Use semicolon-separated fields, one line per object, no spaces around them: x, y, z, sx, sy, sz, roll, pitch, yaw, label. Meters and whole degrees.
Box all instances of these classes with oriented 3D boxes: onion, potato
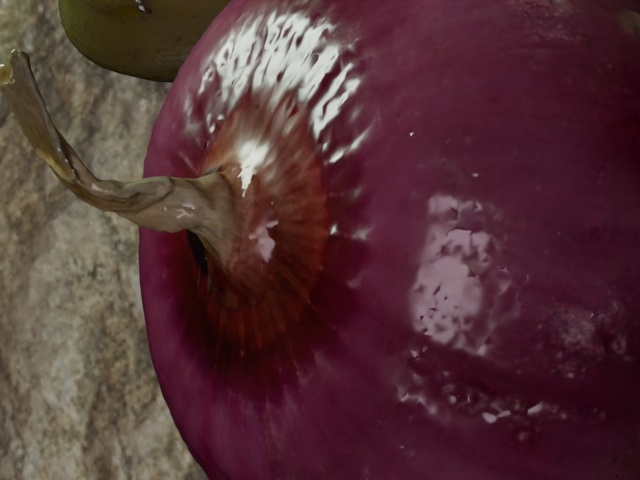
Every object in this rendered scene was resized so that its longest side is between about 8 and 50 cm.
0.029;0.014;0.983;0.345;0.358;0.358;-18;86;-18;onion
-0.068;-0.173;1.131;0.194;0.157;0.157;-2;94;12;potato
